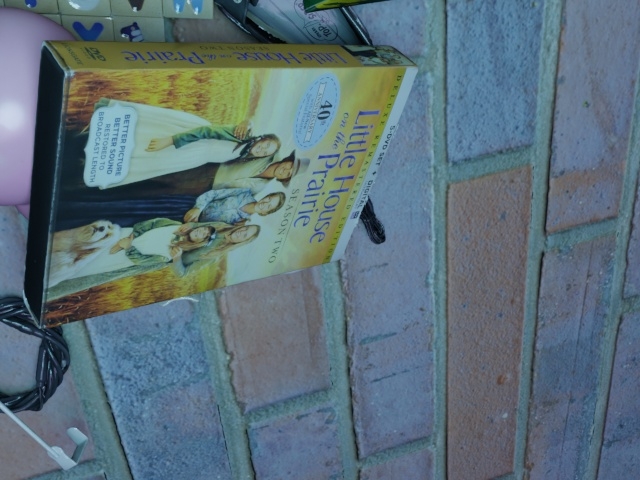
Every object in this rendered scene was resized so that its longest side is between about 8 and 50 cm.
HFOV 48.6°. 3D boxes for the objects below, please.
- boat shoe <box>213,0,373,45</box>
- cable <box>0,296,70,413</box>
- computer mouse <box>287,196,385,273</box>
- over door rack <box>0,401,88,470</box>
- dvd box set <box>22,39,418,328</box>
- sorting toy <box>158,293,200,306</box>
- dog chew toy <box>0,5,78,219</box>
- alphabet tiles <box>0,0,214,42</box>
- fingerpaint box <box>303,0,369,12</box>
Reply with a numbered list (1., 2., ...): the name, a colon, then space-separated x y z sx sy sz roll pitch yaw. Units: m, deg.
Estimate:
1. boat shoe: -0.058 -0.298 0.826 0.127 0.113 0.340 -44 122 5
2. cable: -0.422 0.160 0.968 0.151 0.047 0.184 -25 120 -13
3. computer mouse: 0.000 0.000 1.044 0.193 0.042 0.106 -29 123 -5
4. over door rack: -0.505 0.266 0.916 0.240 0.108 0.324 -31 124 15
5. dvd box set: -0.103 -0.070 0.794 0.421 0.062 0.307 -11 136 -39
6. sorting toy: -0.200 0.068 0.982 0.083 0.075 0.044 -6 118 -19
7. dog chew toy: -0.284 -0.101 0.796 0.206 0.206 0.332 -44 138 5
8. alphabet tiles: -0.254 -0.343 0.721 0.285 0.011 0.342 1 127 -5
9. fingerpaint box: 0.141 -0.490 0.713 0.371 0.163 0.444 -13 104 -15
